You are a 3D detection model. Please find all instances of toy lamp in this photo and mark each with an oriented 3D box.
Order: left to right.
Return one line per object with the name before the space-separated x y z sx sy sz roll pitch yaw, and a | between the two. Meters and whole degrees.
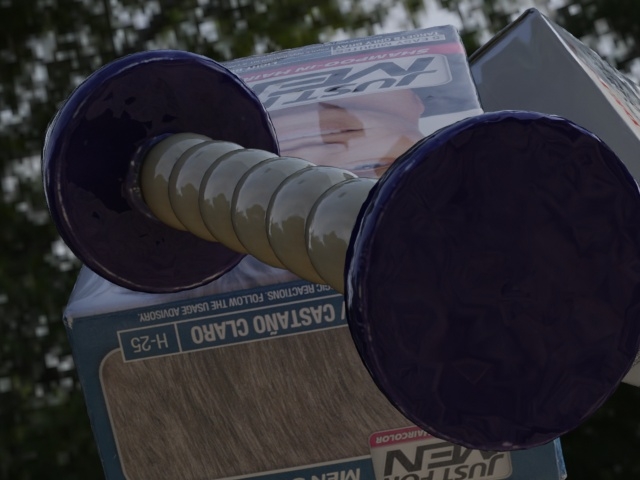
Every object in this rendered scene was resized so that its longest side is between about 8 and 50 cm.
toy lamp | -0.017 -0.012 0.476 0.080 0.080 0.274 -1 7 -25

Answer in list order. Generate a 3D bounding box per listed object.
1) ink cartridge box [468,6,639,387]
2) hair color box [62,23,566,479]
ink cartridge box | 0.195 -0.011 1.114 0.114 0.197 0.273 -42 -26 17
hair color box | 0.000 0.000 0.799 0.173 0.347 0.105 -10 -70 3
